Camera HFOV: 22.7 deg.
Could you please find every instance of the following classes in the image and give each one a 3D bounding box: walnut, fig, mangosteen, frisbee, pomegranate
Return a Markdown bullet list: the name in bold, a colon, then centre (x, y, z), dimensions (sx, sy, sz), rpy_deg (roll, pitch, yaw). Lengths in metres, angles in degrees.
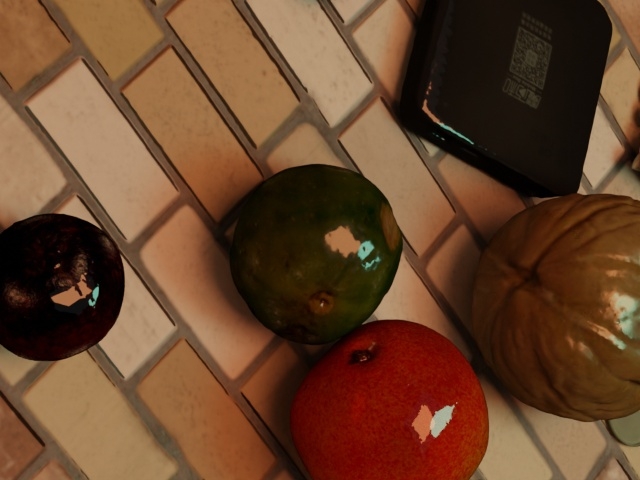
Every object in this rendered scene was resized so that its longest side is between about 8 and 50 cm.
- **walnut**: centre (0.336, 0.083, 1.946), dimensions (0.313, 0.252, 0.277), rpy_deg (26, 71, -43)
- **fig**: centre (0.000, 0.000, 1.766), dimensions (0.195, 0.195, 0.245), rpy_deg (58, 21, -19)
- **mangosteen**: centre (-0.264, 0.050, 1.572), dimensions (0.152, 0.152, 0.153), rpy_deg (3, 85, -37)
- **frisbee**: centre (0.424, 0.224, 2.149), dimensions (0.110, 0.014, 0.110), rpy_deg (2, 87, -37)
- **pomegranate**: centre (0.083, 0.213, 1.778), dimensions (0.221, 0.221, 0.257), rpy_deg (-51, 147, -28)

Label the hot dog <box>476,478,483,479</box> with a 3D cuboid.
- **hot dog**: centre (0.216, 0.331, 1.973), dimensions (0.090, 0.034, 0.030), rpy_deg (40, 73, -7)

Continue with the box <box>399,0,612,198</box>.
- **box**: centre (0.239, -0.222, 2.006), dimensions (0.290, 0.073, 0.289), rpy_deg (24, 72, -33)

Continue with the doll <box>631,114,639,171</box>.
- **doll**: centre (0.498, -0.135, 2.184), dimensions (0.149, 0.095, 0.192), rpy_deg (28, 68, -35)
